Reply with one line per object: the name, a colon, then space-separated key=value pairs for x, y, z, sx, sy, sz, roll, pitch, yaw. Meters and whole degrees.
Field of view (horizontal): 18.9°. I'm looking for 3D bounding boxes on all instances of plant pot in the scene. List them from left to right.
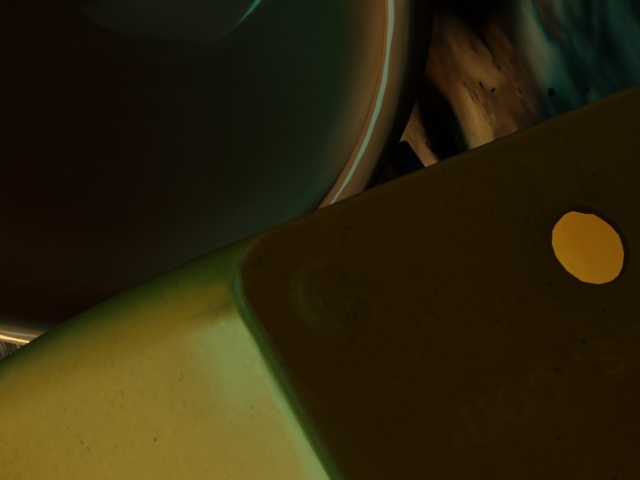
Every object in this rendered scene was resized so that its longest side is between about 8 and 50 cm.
plant pot: x=-0.072 y=-0.094 z=0.595 sx=0.237 sy=0.237 sz=0.110 roll=69 pitch=-156 yaw=-15
plant pot: x=0.044 y=0.075 z=0.432 sx=0.212 sy=0.212 sz=0.187 roll=60 pitch=151 yaw=15

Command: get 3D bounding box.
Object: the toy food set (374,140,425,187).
toy food set: x=0.000 y=0.000 z=0.686 sx=0.111 sy=0.104 sz=0.232 roll=54 pitch=-175 yaw=-12
